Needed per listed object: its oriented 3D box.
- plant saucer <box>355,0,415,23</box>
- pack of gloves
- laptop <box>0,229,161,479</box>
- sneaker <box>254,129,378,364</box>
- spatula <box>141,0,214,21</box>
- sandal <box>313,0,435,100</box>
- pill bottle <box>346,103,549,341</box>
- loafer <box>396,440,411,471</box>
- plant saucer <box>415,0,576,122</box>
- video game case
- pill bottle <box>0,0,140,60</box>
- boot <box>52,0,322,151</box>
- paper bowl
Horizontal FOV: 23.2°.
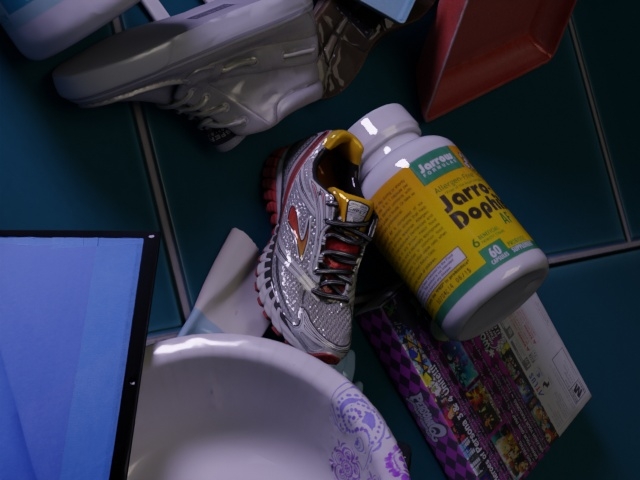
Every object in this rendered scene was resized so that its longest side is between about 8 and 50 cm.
[{"bbox_3d":[0.005,-0.271,1.464,0.192,0.018,0.067,28,65,-5],"label":"plant saucer"},{"bbox_3d":[-0.042,0.131,1.320,0.195,0.046,0.232,44,50,-24],"label":"pack of gloves"},{"bbox_3d":[-0.266,0.072,1.056,0.264,0.136,0.234,25,60,-37],"label":"laptop"},{"bbox_3d":[0.000,0.000,1.353,0.088,0.092,0.225,20,55,-39],"label":"sneaker"},{"bbox_3d":[-0.145,-0.275,1.372,0.242,0.019,0.168,56,49,-21],"label":"spatula"},{"bbox_3d":[0.034,-0.212,1.506,0.090,0.060,0.219,45,63,-16],"label":"sandal"},{"bbox_3d":[0.103,-0.021,1.424,0.117,0.117,0.208,-17,62,-46],"label":"pill bottle"},{"bbox_3d":[0.033,0.244,1.355,0.170,0.062,0.061,-50,134,-38],"label":"loafer"},{"bbox_3d":[0.198,-0.269,1.590,0.047,0.259,0.258,35,39,23],"label":"plant saucer"},{"bbox_3d":[0.155,0.114,1.520,0.210,0.042,0.232,-41,105,-44],"label":"video game case"},{"bbox_3d":[-0.237,-0.282,1.196,0.264,0.146,0.146,57,46,-14],"label":"pill bottle"},{"bbox_3d":[-0.099,-0.129,1.320,0.258,0.095,0.123,-26,114,-31],"label":"boot"},{"bbox_3d":[-0.073,0.221,1.129,0.148,0.284,0.284,84,5,-65],"label":"paper bowl"}]
